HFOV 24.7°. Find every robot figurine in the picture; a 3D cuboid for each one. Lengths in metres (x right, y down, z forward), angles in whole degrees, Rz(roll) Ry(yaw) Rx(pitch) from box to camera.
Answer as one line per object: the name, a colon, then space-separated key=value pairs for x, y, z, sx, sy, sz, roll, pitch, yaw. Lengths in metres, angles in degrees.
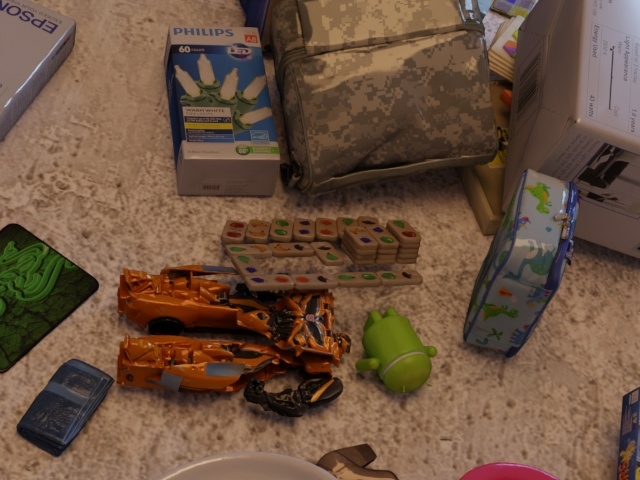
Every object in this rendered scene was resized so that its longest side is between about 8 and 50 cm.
robot figurine: x=0.095 y=0.140 z=1.823 sx=0.101 sy=0.067 sz=0.115 roll=-9 pitch=53 yaw=-31
robot figurine: x=-0.101 y=0.113 z=1.782 sx=0.291 sy=0.085 sz=0.211 roll=3 pitch=50 yaw=-12

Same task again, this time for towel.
towel: x=0.313 y=-0.385 z=2.358 sx=0.060 sy=0.009 sz=0.083 roll=27 pitch=50 yaw=9
towel: x=-0.298 y=0.191 z=1.703 sx=0.067 sy=0.029 sz=0.119 roll=26 pitch=50 yaw=8

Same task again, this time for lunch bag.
lunch bag: x=0.256 y=0.027 z=1.859 sx=0.090 sy=0.219 sz=0.176 roll=18 pitch=48 yaw=0
lunch bag: x=0.084 y=-0.203 z=2.001 sx=0.305 sy=0.212 sz=0.256 roll=-9 pitch=70 yaw=-8

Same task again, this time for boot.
boot: x=0.045 y=0.293 z=1.705 sx=0.087 sy=0.042 sz=0.118 roll=-28 pitch=61 yaw=-25

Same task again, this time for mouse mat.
mouse mat: x=-0.386 y=0.067 z=1.799 sx=0.152 sy=0.007 sz=0.190 roll=33 pitch=50 yaw=14

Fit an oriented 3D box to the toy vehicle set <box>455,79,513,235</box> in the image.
toy vehicle set: x=0.273 y=-0.126 z=2.114 sx=0.166 sy=0.035 sz=0.267 roll=-4 pitch=52 yaw=-18

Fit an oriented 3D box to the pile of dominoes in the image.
pile of dominoes: x=0.000 y=0.000 z=1.870 sx=0.251 sy=0.040 sz=0.196 roll=-1 pitch=26 yaw=-23

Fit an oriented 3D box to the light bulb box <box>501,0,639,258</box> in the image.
light bulb box: x=0.471 y=-0.177 z=2.027 sx=0.361 sy=0.225 sz=0.358 roll=19 pitch=55 yaw=-11

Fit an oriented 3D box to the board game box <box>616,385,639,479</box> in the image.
board game box: x=0.420 y=0.293 z=1.769 sx=0.136 sy=0.035 sz=0.201 roll=33 pitch=46 yaw=-18

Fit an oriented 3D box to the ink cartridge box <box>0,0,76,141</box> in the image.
ink cartridge box: x=-0.550 y=-0.248 z=1.980 sx=0.324 sy=0.071 sz=0.330 roll=23 pitch=48 yaw=5

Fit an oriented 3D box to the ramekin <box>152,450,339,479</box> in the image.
ramekin: x=-0.081 y=0.360 z=1.501 sx=0.277 sy=0.135 sz=0.277 roll=-4 pitch=37 yaw=3

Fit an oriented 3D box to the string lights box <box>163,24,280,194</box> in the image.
string lights box: x=-0.140 y=-0.183 z=2.025 sx=0.133 sy=0.077 sz=0.260 roll=0 pitch=51 yaw=-13

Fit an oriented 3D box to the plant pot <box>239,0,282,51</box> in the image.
plant pot: x=-0.002 y=-0.402 z=2.150 sx=0.235 sy=0.236 sz=0.212 roll=4 pitch=57 yaw=-11

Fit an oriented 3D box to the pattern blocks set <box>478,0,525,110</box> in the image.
pattern blocks set: x=0.342 y=-0.263 z=2.212 sx=0.324 sy=0.026 sz=0.285 roll=24 pitch=41 yaw=-7

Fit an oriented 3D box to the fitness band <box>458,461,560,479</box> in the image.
fitness band: x=0.243 y=0.383 z=1.669 sx=0.209 sy=0.054 sz=0.291 roll=2 pitch=49 yaw=-13
